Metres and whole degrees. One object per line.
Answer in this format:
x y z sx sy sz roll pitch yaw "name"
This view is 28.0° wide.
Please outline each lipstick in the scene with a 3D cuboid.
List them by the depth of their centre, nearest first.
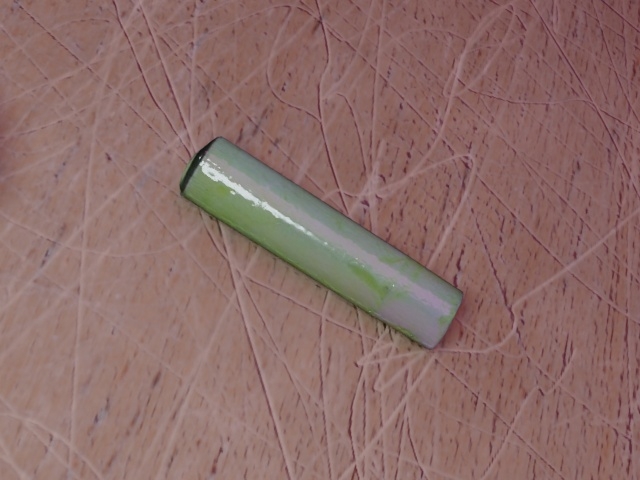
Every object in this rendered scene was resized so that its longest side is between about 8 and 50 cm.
0.000 0.000 1.291 0.304 0.076 0.076 31 55 -2 "lipstick"
